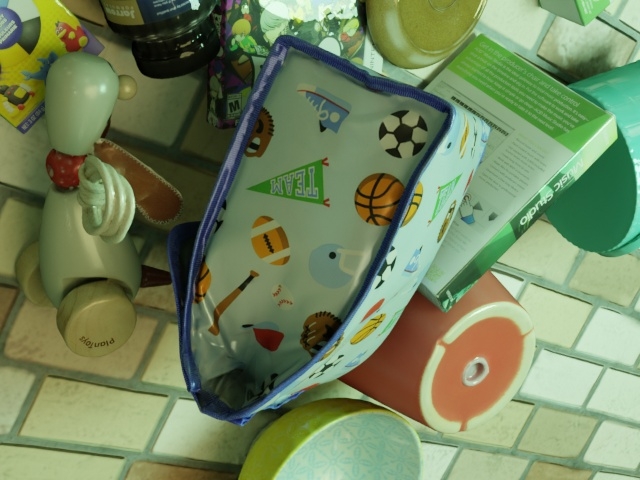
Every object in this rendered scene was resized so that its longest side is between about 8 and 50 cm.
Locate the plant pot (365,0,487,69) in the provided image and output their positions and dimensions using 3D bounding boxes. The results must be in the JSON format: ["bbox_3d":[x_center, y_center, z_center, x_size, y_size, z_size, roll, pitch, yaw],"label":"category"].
[{"bbox_3d":[0.146,-0.322,1.444,0.236,0.032,0.236,-27,129,-39],"label":"plant pot"}]

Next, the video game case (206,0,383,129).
[{"bbox_3d":[-0.023,-0.248,1.385,0.232,0.042,0.210,-12,120,-32],"label":"video game case"}]

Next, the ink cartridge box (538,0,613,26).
[{"bbox_3d":[0.377,-0.419,1.553,0.219,0.092,0.160,-41,132,-11],"label":"ink cartridge box"}]

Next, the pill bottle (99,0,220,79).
[{"bbox_3d":[-0.175,-0.281,1.196,0.123,0.123,0.219,-31,129,-19],"label":"pill bottle"}]

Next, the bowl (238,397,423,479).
[{"bbox_3d":[-0.014,0.330,1.637,0.289,0.156,0.289,-18,121,-32],"label":"bowl"}]

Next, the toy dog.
[{"bbox_3d":[-0.218,-0.032,1.256,0.161,0.220,0.333,-12,147,-33],"label":"toy dog"}]

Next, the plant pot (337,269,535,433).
[{"bbox_3d":[0.136,0.116,1.574,0.275,0.243,0.275,-19,125,-28],"label":"plant pot"}]

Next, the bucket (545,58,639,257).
[{"bbox_3d":[0.436,-0.117,1.659,0.183,0.281,0.281,-17,124,-23],"label":"bucket"}]

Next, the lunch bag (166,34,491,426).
[{"bbox_3d":[0.000,0.000,1.281,0.385,0.239,0.328,-68,165,8],"label":"lunch bag"}]

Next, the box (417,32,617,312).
[{"bbox_3d":[0.184,-0.093,1.498,0.322,0.232,0.058,-45,147,-7],"label":"box"}]

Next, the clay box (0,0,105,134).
[{"bbox_3d":[-0.333,-0.222,1.158,0.127,0.053,0.222,-49,134,-5],"label":"clay box"}]
